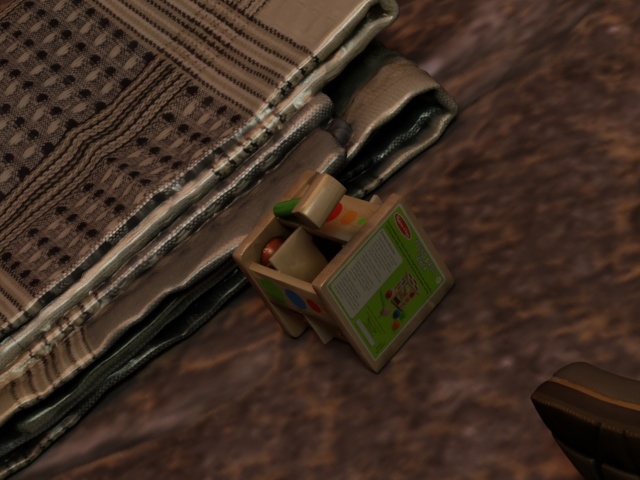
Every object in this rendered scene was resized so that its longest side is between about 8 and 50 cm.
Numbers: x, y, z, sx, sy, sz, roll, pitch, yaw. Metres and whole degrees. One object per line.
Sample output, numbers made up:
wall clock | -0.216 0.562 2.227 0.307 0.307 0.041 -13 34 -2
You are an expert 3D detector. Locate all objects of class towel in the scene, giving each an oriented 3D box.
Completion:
towel | -0.125 -0.042 0.969 0.312 0.056 0.324 -39 37 -7

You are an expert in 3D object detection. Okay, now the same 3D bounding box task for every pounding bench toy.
pounding bench toy | 0.000 0.000 0.798 0.065 0.083 0.052 20 61 47

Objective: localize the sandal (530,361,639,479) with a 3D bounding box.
sandal | 0.151 0.077 0.601 0.060 0.090 0.219 -41 29 -15
